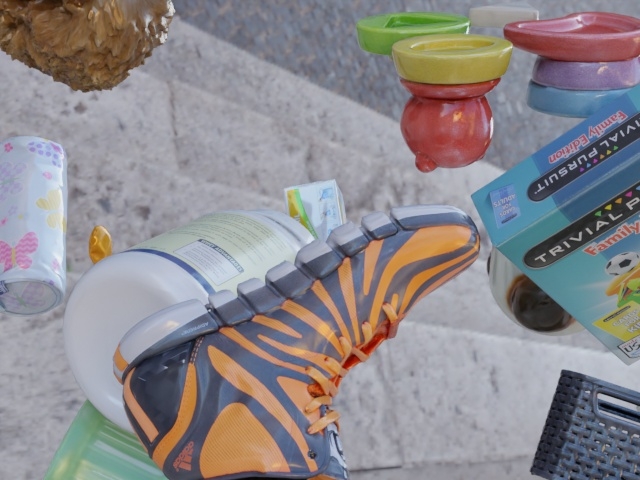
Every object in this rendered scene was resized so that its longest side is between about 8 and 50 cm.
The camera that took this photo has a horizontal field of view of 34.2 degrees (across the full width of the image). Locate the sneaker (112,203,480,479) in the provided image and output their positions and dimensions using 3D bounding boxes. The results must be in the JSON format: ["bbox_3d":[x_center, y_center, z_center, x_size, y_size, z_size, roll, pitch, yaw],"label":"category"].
[{"bbox_3d":[0.011,0.103,0.823,0.180,0.321,0.125,60,-9,29],"label":"sneaker"}]

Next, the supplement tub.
[{"bbox_3d":[-0.146,0.092,1.352,0.325,0.235,0.235,-30,104,-58],"label":"supplement tub"}]

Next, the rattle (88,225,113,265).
[{"bbox_3d":[-0.312,0.080,1.778,0.130,0.199,0.143,-2,121,-45],"label":"rattle"}]

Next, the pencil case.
[{"bbox_3d":[-0.438,-0.022,1.544,0.113,0.124,0.273,36,40,-48],"label":"pencil case"}]

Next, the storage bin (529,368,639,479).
[{"bbox_3d":[0.240,0.167,0.823,0.180,0.122,0.084,44,64,-70],"label":"storage bin"}]

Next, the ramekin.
[{"bbox_3d":[-0.271,0.336,1.410,0.303,0.148,0.303,24,90,-87],"label":"ramekin"}]

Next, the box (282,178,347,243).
[{"bbox_3d":[0.000,0.000,1.990,0.114,0.103,0.203,54,27,-75],"label":"box"}]

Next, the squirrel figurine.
[{"bbox_3d":[-0.356,-0.340,1.205,0.281,0.370,0.397,-42,120,-47],"label":"squirrel figurine"}]

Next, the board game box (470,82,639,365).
[{"bbox_3d":[0.356,-0.014,1.101,0.336,0.253,0.079,35,28,-43],"label":"board game box"}]

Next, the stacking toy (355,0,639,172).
[{"bbox_3d":[0.191,-0.177,1.160,0.309,0.279,0.130,-10,112,-20],"label":"stacking toy"}]

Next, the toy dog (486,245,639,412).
[{"bbox_3d":[0.449,0.051,1.543,0.284,0.407,0.395,-96,-160,-60],"label":"toy dog"}]
